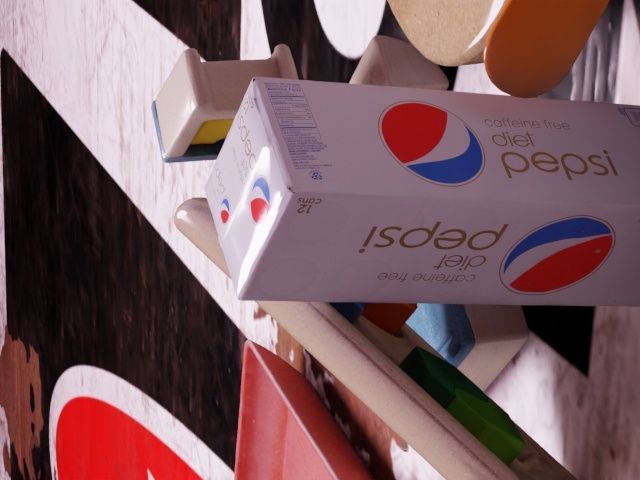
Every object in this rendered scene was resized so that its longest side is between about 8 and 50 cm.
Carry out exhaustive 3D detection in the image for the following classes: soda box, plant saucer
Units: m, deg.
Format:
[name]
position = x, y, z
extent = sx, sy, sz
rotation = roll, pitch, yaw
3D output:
[soda box]
position = 0.064, -0.019, 0.803
extent = 0.074, 0.216, 0.069
rotation = 118, 144, -42
[plant saucer]
position = -0.002, 0.240, 1.303
extent = 0.259, 0.048, 0.258
rotation = -127, 36, -56

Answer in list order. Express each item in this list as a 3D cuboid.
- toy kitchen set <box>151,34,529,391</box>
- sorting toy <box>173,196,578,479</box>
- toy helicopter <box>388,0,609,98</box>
[toy kitchen set]
position = 0.000, 0.000, 1.060
extent = 0.122, 0.166, 0.207
rotation = 118, 142, -56
[sorting toy]
position = 0.075, 0.087, 0.878
extent = 0.307, 0.041, 0.229
rotation = 42, -175, 13
[toy helicopter]
position = 0.098, -0.225, 0.792
extent = 0.355, 0.140, 0.235
rotation = 109, 148, -41
